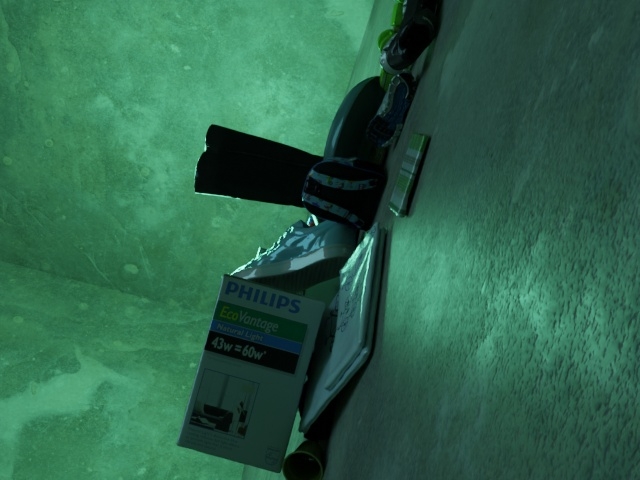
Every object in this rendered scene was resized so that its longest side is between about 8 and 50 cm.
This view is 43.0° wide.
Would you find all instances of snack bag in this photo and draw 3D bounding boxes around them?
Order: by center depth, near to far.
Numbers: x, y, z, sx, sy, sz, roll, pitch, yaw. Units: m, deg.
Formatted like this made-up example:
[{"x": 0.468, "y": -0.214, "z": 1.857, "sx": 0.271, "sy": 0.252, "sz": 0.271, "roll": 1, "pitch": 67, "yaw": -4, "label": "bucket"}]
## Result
[{"x": 0.038, "y": 0.177, "z": 1.637, "sx": 0.343, "sy": 0.037, "sz": 0.323, "roll": 121, "pitch": 165, "yaw": -46, "label": "snack bag"}]

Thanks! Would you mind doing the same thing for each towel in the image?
[{"x": 0.164, "y": -0.121, "z": 1.486, "sx": 0.113, "sy": 0.023, "sz": 0.152, "roll": -110, "pitch": 38, "yaw": -78, "label": "towel"}, {"x": 0.136, "y": -0.199, "z": 1.979, "sx": 0.148, "sy": 0.027, "sz": 0.110, "roll": -84, "pitch": 10, "yaw": -56, "label": "towel"}]

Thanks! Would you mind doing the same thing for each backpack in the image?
[{"x": 0.049, "y": -0.119, "z": 1.864, "sx": 0.117, "sy": 0.173, "sz": 0.158, "roll": -85, "pitch": 10, "yaw": -64, "label": "backpack"}]

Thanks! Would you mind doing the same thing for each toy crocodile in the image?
[{"x": 0.199, "y": -0.510, "z": 1.885, "sx": 0.115, "sy": 0.105, "sz": 0.341, "roll": -92, "pitch": 13, "yaw": -73, "label": "toy crocodile"}]

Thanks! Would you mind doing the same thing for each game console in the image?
[{"x": 0.014, "y": 0.366, "z": 1.720, "sx": 0.107, "sy": 0.071, "sz": 0.122, "roll": 49, "pitch": -129, "yaw": -59, "label": "game console"}]

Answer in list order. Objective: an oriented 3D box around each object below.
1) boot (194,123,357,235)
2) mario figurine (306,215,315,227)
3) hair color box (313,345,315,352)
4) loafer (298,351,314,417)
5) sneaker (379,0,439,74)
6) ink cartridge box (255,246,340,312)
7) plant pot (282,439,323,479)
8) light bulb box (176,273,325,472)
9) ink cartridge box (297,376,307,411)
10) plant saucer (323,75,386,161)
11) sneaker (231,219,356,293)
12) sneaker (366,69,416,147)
[{"x": -0.118, "y": -0.117, "z": 2.141, "sx": 0.367, "sy": 0.445, "sz": 0.146, "roll": -80, "pitch": 7, "yaw": -45, "label": "boot"}, {"x": 0.000, "y": 0.000, "z": 2.618, "sx": 0.198, "sy": 0.170, "sz": 0.321, "roll": 50, "pitch": -122, "yaw": -51, "label": "mario figurine"}, {"x": -0.037, "y": 0.254, "z": 2.287, "sx": 0.043, "sy": 0.071, "sz": 0.141, "roll": 112, "pitch": 172, "yaw": -49, "label": "hair color box"}, {"x": -0.005, "y": 0.334, "z": 1.828, "sx": 0.062, "sy": 0.061, "sz": 0.170, "roll": -13, "pitch": 46, "yaw": 33, "label": "loafer"}, {"x": 0.209, "y": -0.455, "z": 1.690, "sx": 0.234, "sy": 0.078, "sz": 0.106, "roll": -65, "pitch": 23, "yaw": -8, "label": "sneaker"}, {"x": -0.078, "y": 0.134, "z": 2.180, "sx": 0.171, "sy": 0.232, "sz": 0.168, "roll": -135, "pitch": 62, "yaw": -85, "label": "ink cartridge box"}, {"x": -0.028, "y": 0.442, "z": 1.637, "sx": 0.079, "sy": 0.083, "sz": 0.083, "roll": -53, "pitch": -19, "yaw": -71, "label": "plant pot"}, {"x": -0.148, "y": 0.281, "z": 1.797, "sx": 0.358, "sy": 0.225, "sz": 0.361, "roll": 124, "pitch": 162, "yaw": -84, "label": "light bulb box"}, {"x": -0.064, "y": 0.375, "z": 2.100, "sx": 0.143, "sy": 0.092, "sz": 0.090, "roll": 112, "pitch": 172, "yaw": -49, "label": "ink cartridge box"}, {"x": 0.080, "y": -0.258, "z": 2.014, "sx": 0.318, "sy": 0.043, "sz": 0.318, "roll": -57, "pitch": -20, "yaw": -35, "label": "plant saucer"}, {"x": -0.064, "y": 0.035, "z": 2.001, "sx": 0.135, "sy": 0.365, "sz": 0.150, "roll": 38, "pitch": -136, "yaw": -49, "label": "sneaker"}, {"x": 0.163, "y": -0.293, "z": 1.803, "sx": 0.083, "sy": 0.071, "sz": 0.191, "roll": -71, "pitch": 7, "yaw": -61, "label": "sneaker"}]
